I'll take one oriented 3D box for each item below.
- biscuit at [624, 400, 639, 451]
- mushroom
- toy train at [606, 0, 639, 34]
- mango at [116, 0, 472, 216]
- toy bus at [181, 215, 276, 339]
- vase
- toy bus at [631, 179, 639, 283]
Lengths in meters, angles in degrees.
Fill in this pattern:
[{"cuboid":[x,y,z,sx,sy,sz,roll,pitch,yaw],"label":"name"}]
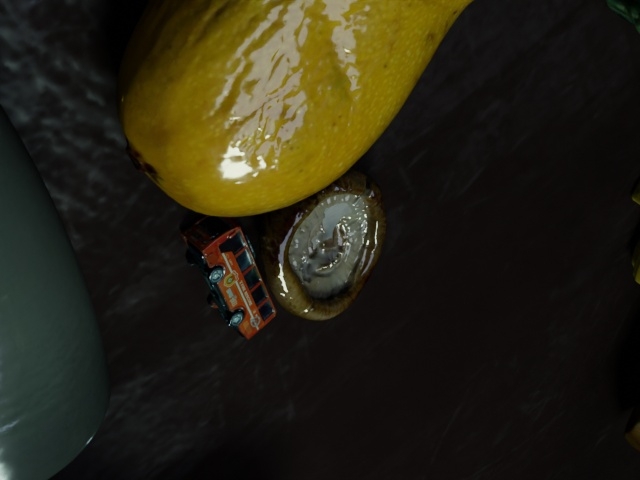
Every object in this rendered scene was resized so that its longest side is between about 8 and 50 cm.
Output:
[{"cuboid":[0.469,0.108,1.258,0.359,0.046,0.359,-40,159,-19],"label":"biscuit"},{"cuboid":[0.000,0.000,0.818,0.123,0.052,0.123,-21,121,-39],"label":"mushroom"},{"cuboid":[0.316,-0.310,0.797,0.253,0.160,0.397,-37,138,-5],"label":"toy train"},{"cuboid":[0.000,-0.141,0.665,0.295,0.120,0.177,-47,132,-6],"label":"mango"},{"cuboid":[-0.065,0.026,0.799,0.043,0.031,0.110,-38,140,-17],"label":"toy bus"},{"cuboid":[-0.208,-0.034,0.535,0.173,0.173,0.321,-22,127,-29],"label":"vase"},{"cuboid":[0.411,-0.090,1.071,0.123,0.121,0.335,15,109,-38],"label":"toy bus"}]
